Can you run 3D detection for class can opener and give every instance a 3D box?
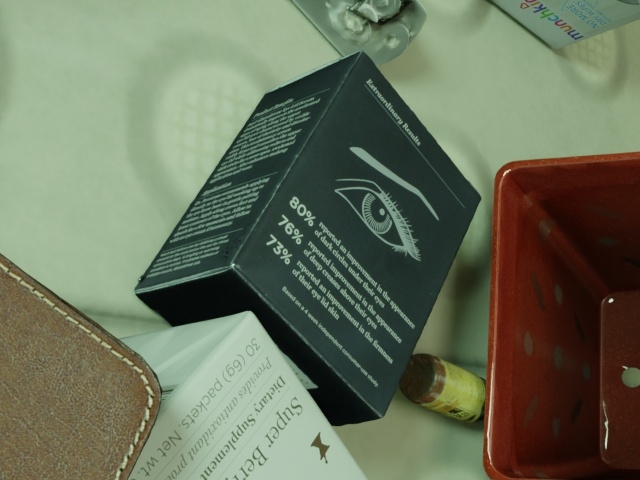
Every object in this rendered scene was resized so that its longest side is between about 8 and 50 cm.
[{"bbox_3d":[-0.025,-0.248,0.791,0.283,0.076,0.095,44,21,-27],"label":"can opener"}]

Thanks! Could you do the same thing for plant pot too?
[{"bbox_3d":[0.302,0.091,0.874,0.236,0.268,0.267,40,51,-59],"label":"plant pot"}]

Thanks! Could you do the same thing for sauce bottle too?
[{"bbox_3d":[0.115,0.125,0.834,0.128,0.042,0.042,27,62,-41],"label":"sauce bottle"}]

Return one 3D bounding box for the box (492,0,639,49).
[{"bbox_3d":[0.228,-0.312,0.917,0.262,0.231,0.126,26,63,-37],"label":"box"}]

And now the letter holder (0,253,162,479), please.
[{"bbox_3d":[-0.226,0.133,0.384,0.214,0.152,0.301,36,54,-2],"label":"letter holder"}]

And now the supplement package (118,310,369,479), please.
[{"bbox_3d":[-0.058,0.212,0.557,0.293,0.175,0.177,57,48,-18],"label":"supplement package"}]

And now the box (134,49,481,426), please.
[{"bbox_3d":[0.000,0.000,0.710,0.153,0.108,0.207,48,51,-24],"label":"box"}]
